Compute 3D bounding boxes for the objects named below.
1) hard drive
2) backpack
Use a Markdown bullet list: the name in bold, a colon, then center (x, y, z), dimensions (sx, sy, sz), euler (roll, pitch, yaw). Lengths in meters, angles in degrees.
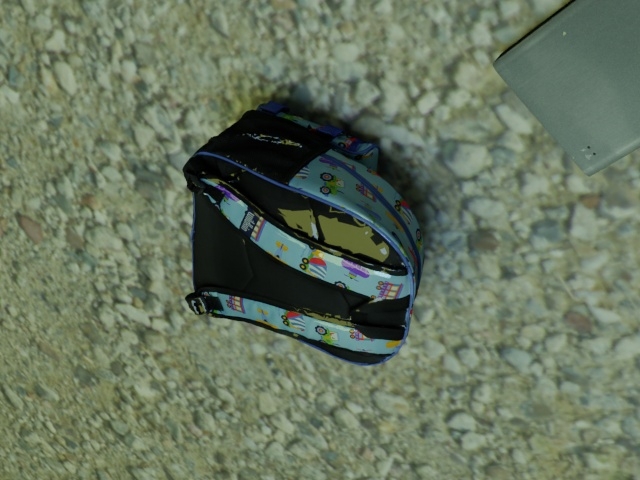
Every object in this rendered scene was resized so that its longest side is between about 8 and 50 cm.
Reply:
- **hard drive**: center (0.178, -0.105, 0.612), dimensions (0.094, 0.022, 0.135), euler (48, 136, -7)
- **backpack**: center (0.000, 0.000, 0.752), dimensions (0.173, 0.117, 0.158), euler (22, 133, 20)
